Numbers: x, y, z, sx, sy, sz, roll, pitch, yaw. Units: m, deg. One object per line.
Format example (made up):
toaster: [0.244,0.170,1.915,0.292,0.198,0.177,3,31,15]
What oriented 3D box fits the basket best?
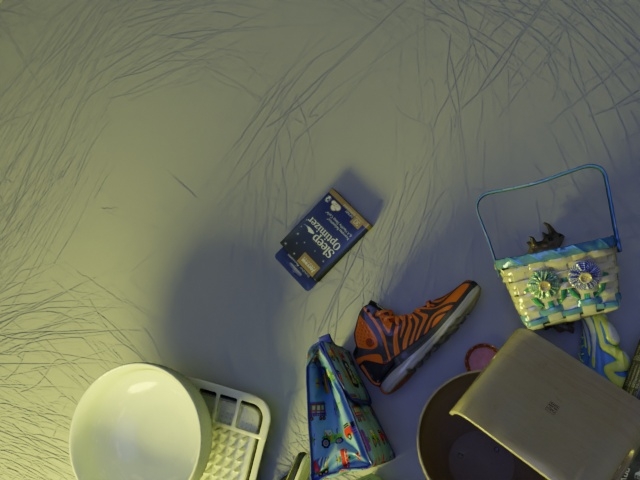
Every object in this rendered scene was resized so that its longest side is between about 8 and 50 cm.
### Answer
basket: [0.463,0.015,1.412,0.255,0.201,0.288,-17,79,16]

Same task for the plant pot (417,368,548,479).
plant pot: [0.330,0.422,1.434,0.284,0.191,0.283,-2,61,3]

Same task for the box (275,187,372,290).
box: [0.000,0.000,1.740,0.225,0.036,0.136,-47,68,6]

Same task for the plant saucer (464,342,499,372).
plant saucer: [0.356,0.266,1.572,0.084,0.013,0.083,-4,76,18]

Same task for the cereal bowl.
cereal bowl: [-0.391,0.446,1.643,0.339,0.141,0.338,-4,78,18]

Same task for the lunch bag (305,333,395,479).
lunch bag: [0.039,0.347,1.550,0.138,0.221,0.293,-19,73,14]

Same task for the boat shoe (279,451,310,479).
boat shoe: [-0.091,0.576,1.619,0.079,0.084,0.233,26,91,21]

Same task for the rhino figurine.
rhino figurine: [0.482,0.077,1.539,0.107,0.073,0.243,-1,76,16]

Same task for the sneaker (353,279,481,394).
sneaker: [0.192,0.171,1.589,0.321,0.124,0.180,-46,69,5]

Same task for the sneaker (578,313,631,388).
sneaker: [0.557,0.239,1.468,0.126,0.091,0.240,-29,72,11]

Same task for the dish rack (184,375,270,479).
dish rack: [-0.264,0.506,1.700,0.286,0.072,0.332,11,82,20]

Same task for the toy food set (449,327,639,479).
toy food set: [0.423,0.327,1.332,0.306,0.092,0.220,34,68,30]

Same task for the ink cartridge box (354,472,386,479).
ink cartridge box: [0.157,0.613,1.480,0.233,0.168,0.171,21,86,22]

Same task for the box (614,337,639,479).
box: [0.687,0.357,1.365,0.243,0.076,0.307,21,85,2]
